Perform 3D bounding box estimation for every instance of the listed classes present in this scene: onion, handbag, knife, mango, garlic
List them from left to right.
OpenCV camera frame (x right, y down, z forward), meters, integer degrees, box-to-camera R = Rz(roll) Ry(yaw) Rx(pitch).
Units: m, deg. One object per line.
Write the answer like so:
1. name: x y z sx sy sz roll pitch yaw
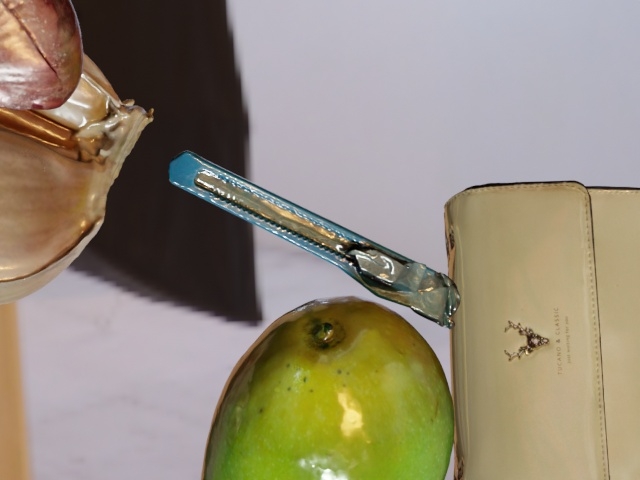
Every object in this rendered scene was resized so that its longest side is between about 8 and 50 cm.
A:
1. onion: -0.242 -0.168 1.220 0.206 0.098 0.151 18 -152 -12
2. garlic: -0.298 -0.074 1.690 0.292 0.237 0.210 10 -158 -12
3. knife: 0.000 0.001 1.610 0.296 0.044 0.026 26 -165 -21
4. mango: 0.001 0.218 1.697 0.201 0.382 0.225 28 -145 28
5. handbag: 0.253 0.126 2.050 0.236 0.359 0.160 1 163 -6
